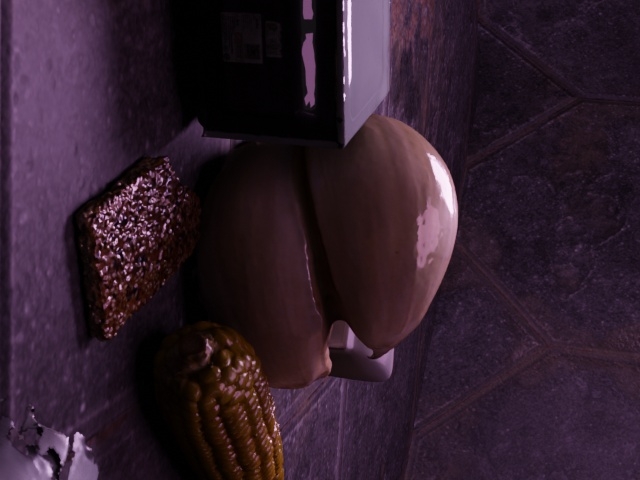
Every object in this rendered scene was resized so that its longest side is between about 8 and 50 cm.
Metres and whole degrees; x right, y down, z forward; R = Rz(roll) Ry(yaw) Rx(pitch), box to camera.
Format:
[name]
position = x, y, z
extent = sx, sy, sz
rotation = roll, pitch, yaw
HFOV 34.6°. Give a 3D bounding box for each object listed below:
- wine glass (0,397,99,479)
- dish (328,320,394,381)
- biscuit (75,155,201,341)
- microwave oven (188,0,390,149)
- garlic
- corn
[wine glass]
position = -0.240, 0.234, 0.576
extent = 0.321, 0.143, 0.143
rotation = -68, 159, -51
[dish]
position = -0.009, 0.092, 1.300
extent = 0.077, 0.212, 0.151
rotation = 18, 77, -58
[biscuit]
position = -0.164, -0.011, 0.988
extent = 0.237, 0.026, 0.131
rotation = -55, 149, -61
[microwave oven]
position = -0.034, -0.273, 1.075
extent = 0.237, 0.181, 0.295
rotation = -53, 147, -60
[garlic]
position = 0.000, 0.000, 1.168
extent = 0.249, 0.286, 0.313
rotation = 112, -19, -67
[corn]
position = -0.103, 0.207, 1.144
extent = 0.363, 0.120, 0.120
rotation = 79, 22, -54
